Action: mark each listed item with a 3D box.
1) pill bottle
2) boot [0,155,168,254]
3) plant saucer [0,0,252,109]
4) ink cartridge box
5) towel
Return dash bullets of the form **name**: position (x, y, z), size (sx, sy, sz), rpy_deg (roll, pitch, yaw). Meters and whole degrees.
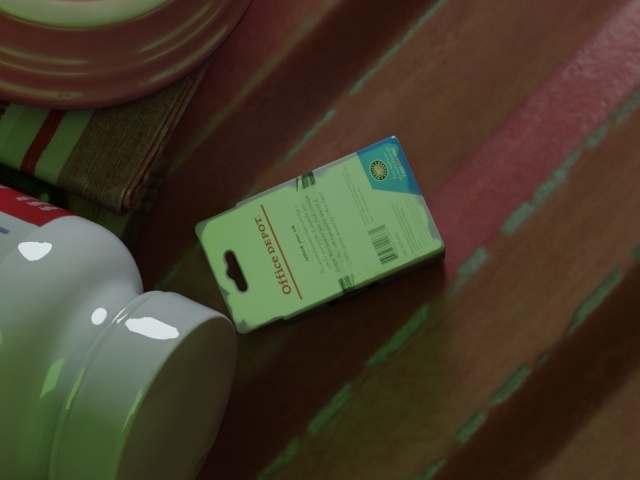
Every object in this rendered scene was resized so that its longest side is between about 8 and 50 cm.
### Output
- **pill bottle**: position (-0.279, 0.062, 1.311), size (0.408, 0.229, 0.229), rpy_deg (21, 84, 18)
- **boot**: position (-0.258, -0.008, 1.487), size (0.207, 0.090, 0.248), rpy_deg (25, 86, 19)
- **plant saucer**: position (-0.196, -0.269, 1.379), size (0.332, 0.084, 0.332), rpy_deg (3, 77, -13)
- **ink cartridge box**: position (0.000, 0.000, 1.464), size (0.180, 0.060, 0.104), rpy_deg (-23, 82, 0)
- **towel**: position (-0.245, -0.176, 1.473), size (0.329, 0.037, 0.237), rpy_deg (22, 72, 17)
